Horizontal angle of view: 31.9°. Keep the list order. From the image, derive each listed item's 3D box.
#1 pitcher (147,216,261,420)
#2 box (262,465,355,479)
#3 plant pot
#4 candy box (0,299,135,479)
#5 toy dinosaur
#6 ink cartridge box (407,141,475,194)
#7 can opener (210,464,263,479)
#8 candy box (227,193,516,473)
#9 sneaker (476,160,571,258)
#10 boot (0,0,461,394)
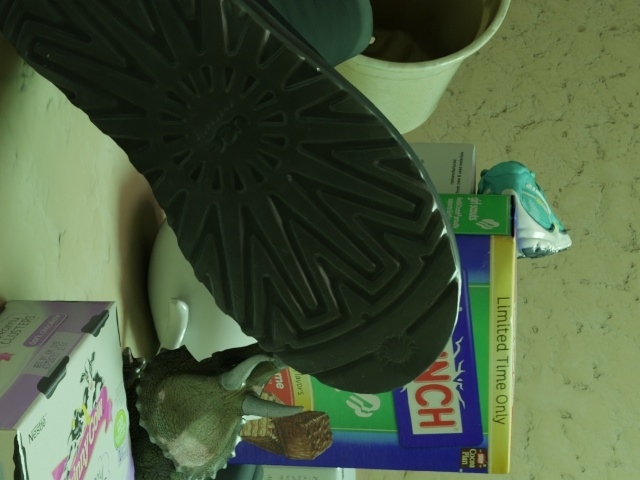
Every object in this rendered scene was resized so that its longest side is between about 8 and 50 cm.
[{"bbox_3d":[-0.099,0.070,0.940,0.178,0.125,0.207,-33,136,-62],"label":"pitcher"},{"bbox_3d":[-0.020,0.327,1.444,0.182,0.119,0.181,-65,154,-71],"label":"box"},{"bbox_3d":[0.106,-0.327,1.761,0.305,0.334,0.334,98,-4,-65],"label":"plant pot"},{"bbox_3d":[-0.159,0.151,0.623,0.165,0.070,0.196,-69,158,-70],"label":"candy box"},{"bbox_3d":[-0.117,0.173,0.781,0.160,0.121,0.313,-96,-153,-70],"label":"toy dinosaur"},{"bbox_3d":[0.034,-0.001,1.260,0.117,0.278,0.201,-76,164,-49],"label":"ink cartridge box"},{"bbox_3d":[-0.078,0.297,1.112,0.283,0.095,0.076,-74,163,-62],"label":"can opener"},{"bbox_3d":[0.034,0.090,1.108,0.122,0.317,0.268,-74,162,-63],"label":"candy box"},{"bbox_3d":[0.220,-0.034,1.235,0.275,0.107,0.110,4,78,-81],"label":"sneaker"},{"bbox_3d":[-0.025,-0.121,0.835,0.367,0.146,0.445,52,15,-9],"label":"boot"}]
